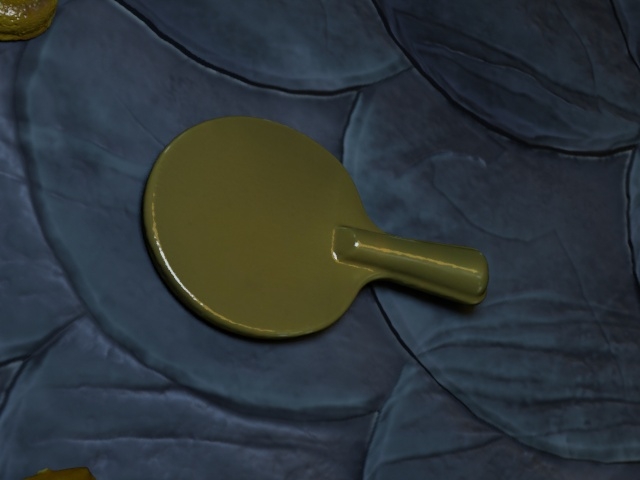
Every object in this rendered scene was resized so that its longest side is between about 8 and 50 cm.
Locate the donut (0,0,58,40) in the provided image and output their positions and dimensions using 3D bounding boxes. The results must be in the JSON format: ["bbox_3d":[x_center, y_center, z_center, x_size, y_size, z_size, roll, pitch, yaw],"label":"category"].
[{"bbox_3d":[-0.250,-0.203,1.656,0.083,0.038,0.067,-11,77,-35],"label":"donut"}]

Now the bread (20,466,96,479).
[{"bbox_3d":[-0.163,0.342,1.430,0.138,0.077,0.361,-19,78,-33],"label":"bread"}]

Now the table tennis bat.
[{"bbox_3d":[0.000,0.000,1.698,0.320,0.050,0.198,14,63,-20],"label":"table tennis bat"}]
